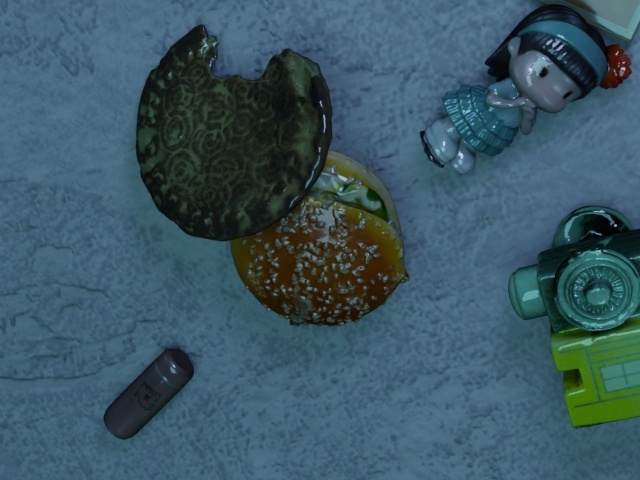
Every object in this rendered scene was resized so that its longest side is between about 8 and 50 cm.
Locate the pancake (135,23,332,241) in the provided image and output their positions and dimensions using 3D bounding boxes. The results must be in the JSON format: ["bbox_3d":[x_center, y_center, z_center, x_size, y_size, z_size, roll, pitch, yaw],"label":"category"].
[{"bbox_3d":[-0.109,-0.136,1.940,0.288,0.033,0.286,-29,65,28],"label":"pancake"}]

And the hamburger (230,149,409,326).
[{"bbox_3d":[-0.004,0.000,1.976,0.237,0.147,0.237,5,111,13],"label":"hamburger"}]

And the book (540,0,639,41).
[{"bbox_3d":[0.286,-0.354,1.863,0.241,0.018,0.170,26,111,6],"label":"book"}]

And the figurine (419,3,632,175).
[{"bbox_3d":[0.235,-0.172,1.898,0.245,0.110,0.138,-39,137,23],"label":"figurine"}]

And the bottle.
[{"bbox_3d":[-0.227,0.203,2.134,0.053,0.053,0.140,44,110,-4],"label":"bottle"}]

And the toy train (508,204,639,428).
[{"bbox_3d":[0.455,0.077,1.902,0.442,0.179,0.272,-13,111,14],"label":"toy train"}]
